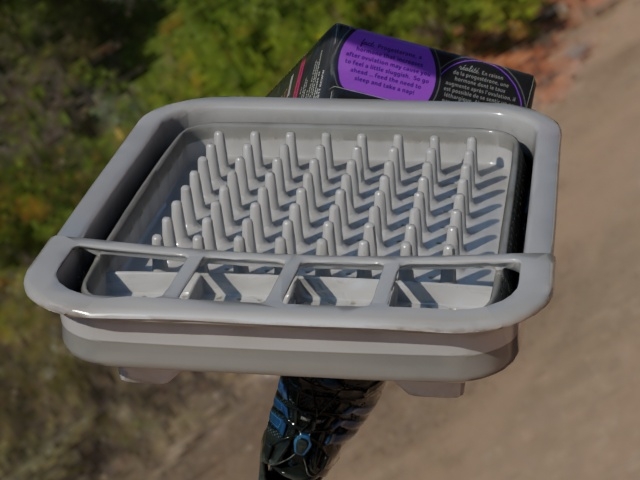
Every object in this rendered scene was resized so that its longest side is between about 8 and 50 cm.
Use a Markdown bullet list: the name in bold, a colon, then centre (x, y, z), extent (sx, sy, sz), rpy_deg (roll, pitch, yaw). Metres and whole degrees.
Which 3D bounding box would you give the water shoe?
- **water shoe**: centre (0.000, 0.125, 1.146), extent (0.203, 0.073, 0.080), rpy_deg (105, 180, -59)

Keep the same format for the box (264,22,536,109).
- **box**: centre (0.041, -0.056, 1.331), extent (0.270, 0.165, 0.143), rpy_deg (151, 132, -75)

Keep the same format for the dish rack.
- **dish rack**: centre (0.000, 0.000, 1.009), extent (0.285, 0.072, 0.333), rpy_deg (1, 25, 9)
